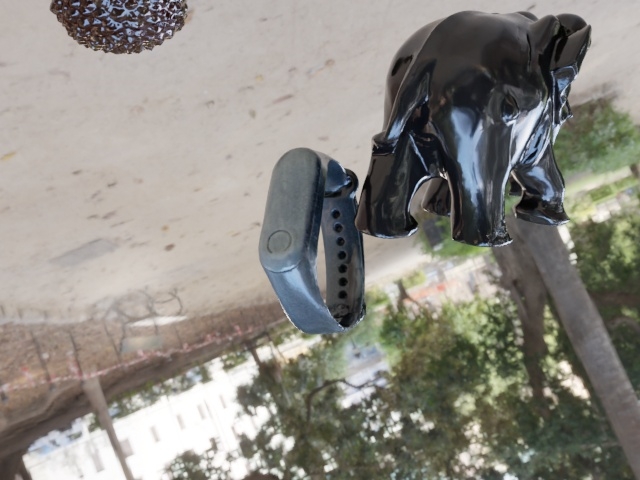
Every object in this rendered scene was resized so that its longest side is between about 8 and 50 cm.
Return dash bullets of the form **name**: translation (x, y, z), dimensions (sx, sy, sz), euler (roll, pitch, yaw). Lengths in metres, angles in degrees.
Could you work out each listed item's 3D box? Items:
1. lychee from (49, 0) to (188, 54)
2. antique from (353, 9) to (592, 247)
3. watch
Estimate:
- **lychee**: translation (-0.268, -0.336, 0.896), dimensions (0.188, 0.188, 0.188), euler (-22, 173, -3)
- **antique**: translation (0.192, -0.138, 0.782), dimensions (0.322, 0.255, 0.185), euler (-11, -160, -43)
- **watch**: translation (0.000, 0.000, 0.770), dimensions (0.068, 0.206, 0.193), euler (-6, 152, 21)
